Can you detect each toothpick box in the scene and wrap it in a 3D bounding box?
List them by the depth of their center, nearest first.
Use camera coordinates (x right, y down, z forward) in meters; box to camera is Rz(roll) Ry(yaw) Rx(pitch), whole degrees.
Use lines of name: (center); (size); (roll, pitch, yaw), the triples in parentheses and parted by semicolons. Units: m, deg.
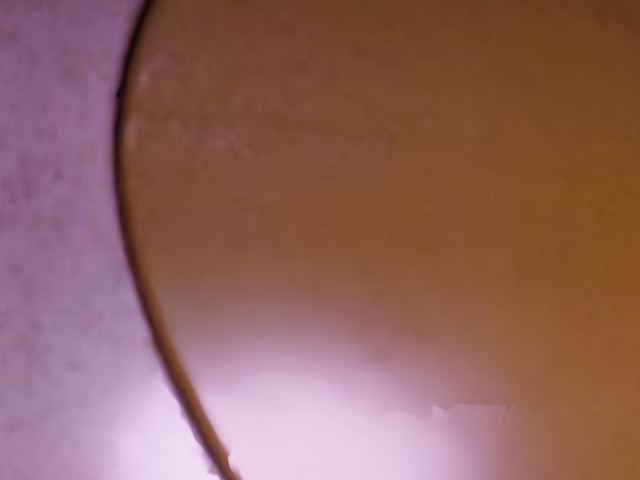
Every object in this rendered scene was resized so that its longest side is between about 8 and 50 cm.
toothpick box: (0.000, 0.000, 0.640); (0.425, 0.409, 0.409); (5, 117, -9)
